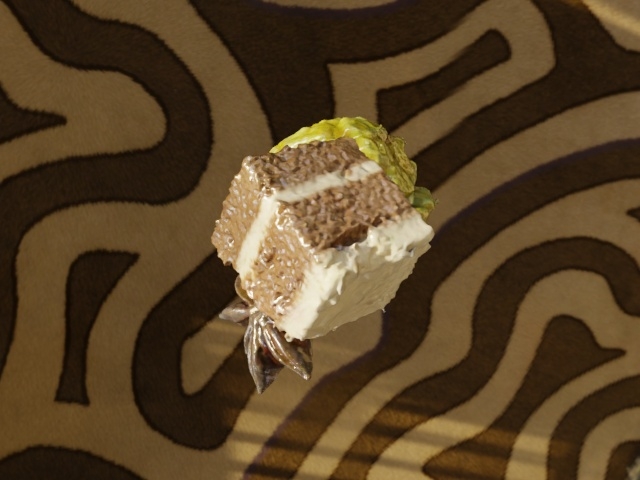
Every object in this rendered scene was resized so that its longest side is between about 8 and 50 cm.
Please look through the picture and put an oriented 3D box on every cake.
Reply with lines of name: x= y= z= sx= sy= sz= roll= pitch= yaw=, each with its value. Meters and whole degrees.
cake: x=0.000 y=0.000 z=0.683 sx=0.135 sy=0.134 sz=0.147 roll=-21 pitch=66 yaw=-36

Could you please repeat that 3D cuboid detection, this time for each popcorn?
popcorn: x=0.039 y=-0.064 z=1.184 sx=0.282 sy=0.282 sz=0.247 roll=32 pitch=127 yaw=-22

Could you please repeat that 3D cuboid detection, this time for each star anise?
star anise: x=-0.091 y=0.150 z=1.499 sx=0.108 sy=0.315 sz=0.315 roll=10 pitch=100 yaw=-44
